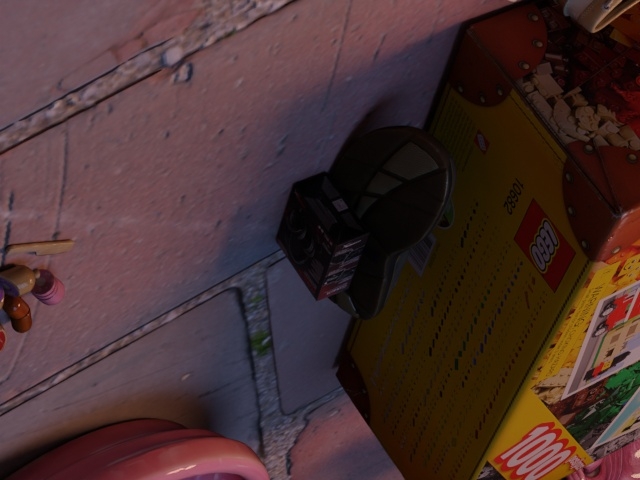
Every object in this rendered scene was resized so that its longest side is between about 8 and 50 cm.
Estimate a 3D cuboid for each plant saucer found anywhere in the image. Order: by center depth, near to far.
[{"bbox_3d":[-0.202,0.259,1.596,0.332,0.084,0.332,-29,156,-14],"label":"plant saucer"}]

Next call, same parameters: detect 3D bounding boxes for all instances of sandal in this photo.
[{"bbox_3d":[0.053,-0.018,1.417,0.060,0.090,0.219,-40,160,-33],"label":"sandal"}]

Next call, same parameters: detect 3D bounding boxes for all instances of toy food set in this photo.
[{"bbox_3d":[-0.212,0.048,1.270,0.078,0.019,0.122,-6,143,-48],"label":"toy food set"}]

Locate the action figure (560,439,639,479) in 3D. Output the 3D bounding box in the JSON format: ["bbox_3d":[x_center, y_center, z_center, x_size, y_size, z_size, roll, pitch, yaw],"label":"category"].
[{"bbox_3d":[0.264,0.236,1.959,0.248,0.276,0.370,-43,169,33],"label":"action figure"}]

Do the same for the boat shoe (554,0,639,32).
[{"bbox_3d":[0.253,-0.205,1.336,0.190,0.072,0.068,-32,156,-7],"label":"boat shoe"}]

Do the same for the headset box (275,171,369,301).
[{"bbox_3d":[0.000,0.000,1.402,0.032,0.062,0.083,-21,153,-27],"label":"headset box"}]

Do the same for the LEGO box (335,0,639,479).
[{"bbox_3d":[0.257,-0.009,1.558,0.372,0.193,0.500,-23,153,-25],"label":"LEGO box"}]
